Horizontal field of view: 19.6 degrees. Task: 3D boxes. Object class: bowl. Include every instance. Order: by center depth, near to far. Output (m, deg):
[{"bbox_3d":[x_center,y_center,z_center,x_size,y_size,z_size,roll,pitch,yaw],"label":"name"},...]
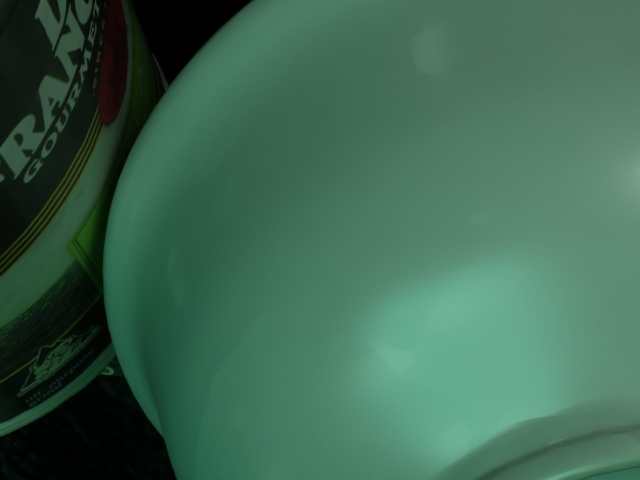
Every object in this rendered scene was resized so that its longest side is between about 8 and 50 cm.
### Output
[{"bbox_3d":[0.083,0.053,0.528,0.297,0.134,0.298,-2,134,-2],"label":"bowl"}]

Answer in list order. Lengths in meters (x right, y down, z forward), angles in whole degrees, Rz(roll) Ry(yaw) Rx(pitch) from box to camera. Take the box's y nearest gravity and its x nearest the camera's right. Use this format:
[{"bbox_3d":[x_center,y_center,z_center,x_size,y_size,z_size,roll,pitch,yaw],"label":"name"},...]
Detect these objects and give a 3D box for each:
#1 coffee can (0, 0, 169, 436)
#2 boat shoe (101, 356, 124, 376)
[{"bbox_3d":[-0.154,-0.056,0.543,0.201,0.202,0.275,28,168,9],"label":"coffee can"},{"bbox_3d":[-0.155,-0.017,0.739,0.227,0.081,0.069,30,143,16],"label":"boat shoe"}]
